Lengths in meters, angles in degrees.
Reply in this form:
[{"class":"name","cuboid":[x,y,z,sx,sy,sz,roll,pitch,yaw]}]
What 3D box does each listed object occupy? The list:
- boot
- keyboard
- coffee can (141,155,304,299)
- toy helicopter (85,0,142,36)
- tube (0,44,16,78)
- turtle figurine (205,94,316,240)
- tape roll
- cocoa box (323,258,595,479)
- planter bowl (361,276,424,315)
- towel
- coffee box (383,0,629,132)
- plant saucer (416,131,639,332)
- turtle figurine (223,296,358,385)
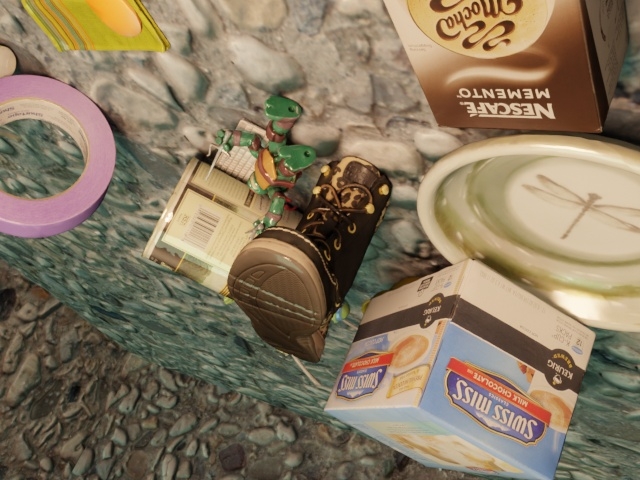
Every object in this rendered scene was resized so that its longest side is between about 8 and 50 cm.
[{"class":"boot","cuboid":[0.000,0.000,0.999,0.138,0.284,0.377,20,157,15]},{"class":"keyboard","cuboid":[-0.135,-0.138,1.189,0.072,0.014,0.256,31,156,-10]},{"class":"coffee can","cuboid":[-0.149,0.000,1.236,0.275,0.202,0.201,28,157,-11]},{"class":"toy helicopter","cuboid":[-0.224,-0.318,0.551,0.354,0.235,0.140,17,162,-24]},{"class":"tube","cuboid":[-0.653,-0.344,1.240,0.240,0.062,0.070,22,116,21]},{"class":"turtle figurine","cuboid":[-0.085,-0.111,1.059,0.175,0.118,0.234,55,147,5]},{"class":"tape roll","cuboid":[-0.507,-0.147,1.220,0.274,0.275,0.090,31,156,-12]},{"class":"cocoa box","cuboid":[0.196,0.211,1.068,0.231,0.228,0.347,31,158,-11]},{"class":"planter bowl","cuboid":[0.194,0.131,1.316,0.217,0.090,0.217,21,155,10]},{"class":"towel","cuboid":[-0.334,-0.317,1.014,0.237,0.021,0.102,10,153,32]},{"class":"coffee box","cuboid":[0.147,-0.233,0.578,0.168,0.119,0.297,8,150,35]},{"class":"plant saucer","cuboid":[0.323,-0.023,0.857,0.400,0.101,0.400,22,156,10]},{"class":"turtle figurine","cuboid":[-0.068,0.169,1.532,0.266,0.198,0.275,22,153,19]}]
